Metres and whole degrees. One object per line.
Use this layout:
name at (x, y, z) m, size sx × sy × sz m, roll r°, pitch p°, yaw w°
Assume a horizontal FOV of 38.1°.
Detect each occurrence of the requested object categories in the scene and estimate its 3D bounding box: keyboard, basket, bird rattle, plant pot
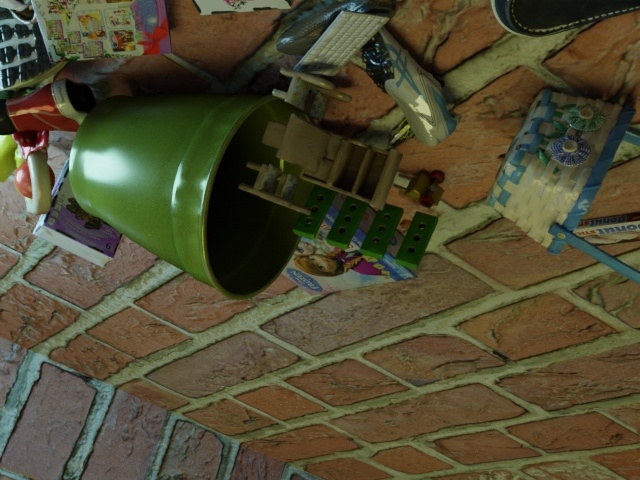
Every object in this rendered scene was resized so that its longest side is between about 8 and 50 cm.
keyboard at (0.026, -0.300, 1.427) m, size 0.072 × 0.014 × 0.256 m, roll -2°, pitch 172°, yaw -18°
basket at (0.426, -0.085, 1.439) m, size 0.289 × 0.254 × 0.201 m, roll 27°, pitch 149°, yaw 4°
bird rattle at (-0.574, -0.157, 1.877) m, size 0.143 × 0.206 × 0.254 m, roll -13°, pitch 179°, yaw -35°
plant pot at (-0.247, -0.114, 1.680) m, size 0.353 × 0.366 × 0.366 m, roll 15°, pitch 153°, yaw 25°

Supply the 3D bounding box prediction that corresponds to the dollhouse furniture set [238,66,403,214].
dollhouse furniture set at (0.013, -0.144, 1.572) m, size 0.161 × 0.212 × 0.242 m, roll 21°, pitch -178°, yaw 25°

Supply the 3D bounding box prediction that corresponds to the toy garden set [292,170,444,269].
toy garden set at (0.103, -0.058, 1.730) m, size 0.244 × 0.203 × 0.049 m, roll 17°, pitch 153°, yaw 19°

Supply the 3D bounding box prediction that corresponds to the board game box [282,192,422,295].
board game box at (0.000, 0.000, 1.998) m, size 0.318 × 0.065 × 0.319 m, roll -13°, pitch 140°, yaw 42°

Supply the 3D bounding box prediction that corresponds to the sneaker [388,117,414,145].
sneaker at (0.148, -0.186, 1.632) m, size 0.035 × 0.031 × 0.083 m, roll 22°, pitch 152°, yaw -16°

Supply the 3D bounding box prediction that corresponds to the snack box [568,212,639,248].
snack box at (0.542, -0.018, 1.735) m, size 0.178 × 0.022 × 0.064 m, roll -9°, pitch 141°, yaw 38°

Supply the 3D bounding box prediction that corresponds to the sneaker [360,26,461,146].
sneaker at (0.143, -0.257, 1.483) m, size 0.237 × 0.086 × 0.085 m, roll 51°, pitch 166°, yaw -30°

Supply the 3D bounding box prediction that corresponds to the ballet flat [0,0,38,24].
ballet flat at (-0.548, -0.453, 1.443) m, size 0.316 × 0.106 × 0.108 m, roll 35°, pitch 147°, yaw -30°

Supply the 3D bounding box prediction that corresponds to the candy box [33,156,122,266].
candy box at (-0.498, -0.069, 1.996) m, size 0.165 × 0.196 × 0.070 m, roll 28°, pitch 149°, yaw -22°

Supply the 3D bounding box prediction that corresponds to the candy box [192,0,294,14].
candy box at (-0.141, -0.430, 1.312) m, size 0.159 × 0.071 × 0.233 m, roll 2°, pitch 148°, yaw 23°

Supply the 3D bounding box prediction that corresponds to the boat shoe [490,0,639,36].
boat shoe at (0.396, -0.351, 1.092) m, size 0.187 × 0.156 × 0.500 m, roll 32°, pitch 149°, yaw -30°

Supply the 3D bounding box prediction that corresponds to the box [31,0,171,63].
box at (-0.342, -0.394, 1.424) m, size 0.201 × 0.057 × 0.293 m, roll -5°, pitch 151°, yaw -6°

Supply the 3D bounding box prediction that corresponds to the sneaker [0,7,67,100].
sneaker at (-0.575, -0.320, 1.714) m, size 0.410 × 0.158 × 0.182 m, roll -8°, pitch 174°, yaw 34°

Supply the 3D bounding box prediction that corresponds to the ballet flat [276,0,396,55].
ballet flat at (0.020, -0.338, 1.417) m, size 0.084 × 0.058 × 0.250 m, roll 1°, pitch 171°, yaw -38°

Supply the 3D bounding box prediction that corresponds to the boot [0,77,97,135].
boot at (-0.513, -0.231, 1.715) m, size 0.176 × 0.088 × 0.244 m, roll -16°, pitch 177°, yaw 3°
